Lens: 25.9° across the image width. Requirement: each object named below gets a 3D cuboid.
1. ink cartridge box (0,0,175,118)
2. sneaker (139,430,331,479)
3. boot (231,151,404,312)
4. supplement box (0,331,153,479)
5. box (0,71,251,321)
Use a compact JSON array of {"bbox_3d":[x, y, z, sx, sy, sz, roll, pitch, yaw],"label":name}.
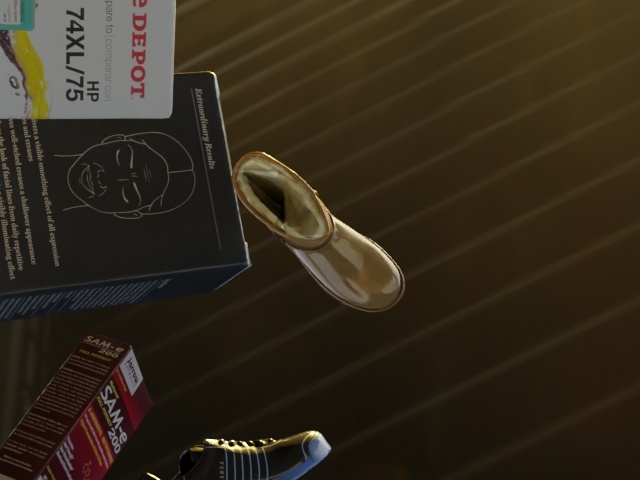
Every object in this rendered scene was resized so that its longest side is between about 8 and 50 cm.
[{"bbox_3d":[-0.263,-0.226,1.170,0.270,0.198,0.197,-2,-153,-12],"label":"ink cartridge box"},{"bbox_3d":[-0.093,0.252,1.545,0.232,0.090,0.081,-25,173,-36],"label":"sneaker"},{"bbox_3d":[0.000,0.000,1.663,0.089,0.236,0.269,-54,176,-2],"label":"boot"},{"bbox_3d":[-0.311,0.247,1.733,0.073,0.130,0.239,15,-128,23],"label":"supplement box"},{"bbox_3d":[-0.336,-0.059,1.983,0.396,0.293,0.212,-7,169,-21],"label":"box"}]
